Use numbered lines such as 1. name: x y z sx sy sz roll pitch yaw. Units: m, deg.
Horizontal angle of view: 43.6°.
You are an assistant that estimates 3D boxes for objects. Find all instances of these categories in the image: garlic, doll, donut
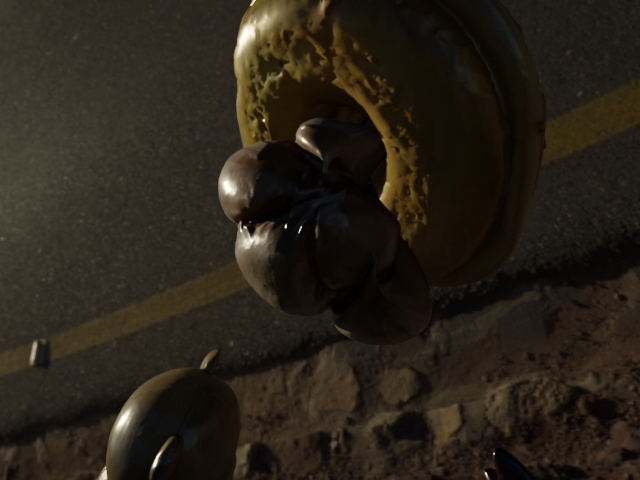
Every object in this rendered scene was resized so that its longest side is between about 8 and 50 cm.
1. garlic: 0.000 0.000 0.727 0.160 0.191 0.214 -12 95 21
2. doll: -0.209 0.296 1.023 0.330 0.174 0.235 -60 4 30
3. donut: 0.074 -0.139 0.962 0.449 0.198 0.448 26 135 29

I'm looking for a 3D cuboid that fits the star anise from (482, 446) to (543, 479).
1. star anise: 0.235 0.324 0.786 0.103 0.272 0.272 -20 57 2
